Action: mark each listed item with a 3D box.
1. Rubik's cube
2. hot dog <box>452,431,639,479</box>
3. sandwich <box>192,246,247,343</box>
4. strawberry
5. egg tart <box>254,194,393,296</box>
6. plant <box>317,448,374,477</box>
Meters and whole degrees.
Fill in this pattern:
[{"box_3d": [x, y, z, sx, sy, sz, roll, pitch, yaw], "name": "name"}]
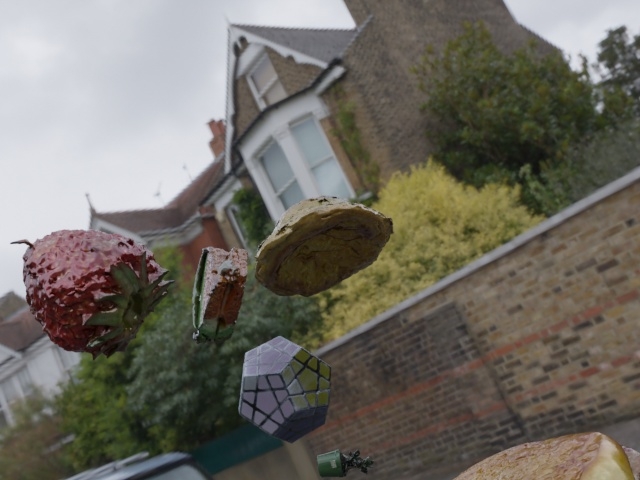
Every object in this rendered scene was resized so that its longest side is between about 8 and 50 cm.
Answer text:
[{"box_3d": [-0.109, 0.453, 2.187, 0.319, 0.264, 0.319, -20, -38, -17], "name": "Rubik's cube"}, {"box_3d": [0.382, 0.428, 1.161, 0.223, 0.185, 0.405, -27, -5, -41], "name": "hot dog"}, {"box_3d": [-0.259, 0.120, 1.897, 0.109, 0.292, 0.212, 18, -65, -23], "name": "sandwich"}, {"box_3d": [-0.521, 0.087, 1.543, 0.292, 0.344, 0.292, -55, -21, -33], "name": "strawberry"}, {"box_3d": [-0.003, 0.003, 1.666, 0.341, 0.129, 0.341, -15, -36, -11], "name": "egg tart"}, {"box_3d": [0.046, 0.403, 1.308, 0.102, 0.051, 0.051, -8, -11, 2], "name": "plant"}]
